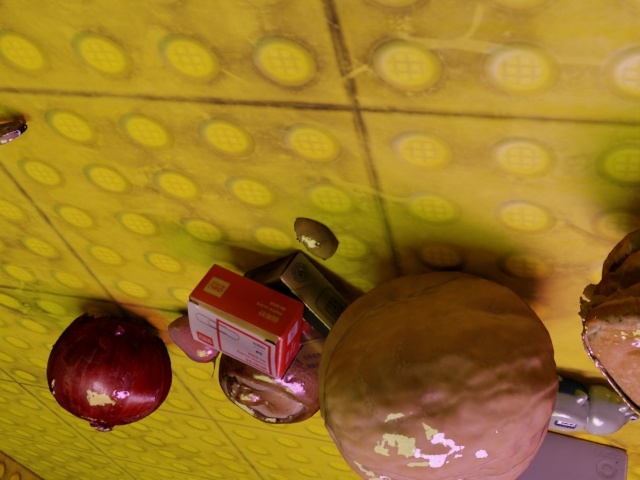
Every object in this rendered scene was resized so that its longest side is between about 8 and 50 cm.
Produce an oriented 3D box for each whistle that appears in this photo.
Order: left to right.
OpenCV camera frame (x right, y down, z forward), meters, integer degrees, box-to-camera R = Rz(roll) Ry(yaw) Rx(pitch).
[{"bbox_3d":[0.453,0.297,1.501,0.245,0.092,0.110,9,150,12],"label":"whistle"}]

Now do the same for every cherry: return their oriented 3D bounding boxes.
[{"bbox_3d":[-0.249,0.205,1.713,0.126,0.087,0.106,53,158,-19],"label":"cherry"}]

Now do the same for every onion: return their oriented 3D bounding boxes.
[{"bbox_3d":[-0.461,0.287,1.804,0.276,0.276,0.276,13,150,8],"label":"onion"}]

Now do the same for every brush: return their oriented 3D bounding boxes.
[{"bbox_3d":[-0.590,-0.173,1.297,0.313,0.072,0.067,-1,131,28],"label":"brush"}]

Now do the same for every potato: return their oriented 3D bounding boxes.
[{"bbox_3d":[-0.001,0.000,1.302,0.036,0.037,0.093,-20,133,40],"label":"potato"}]

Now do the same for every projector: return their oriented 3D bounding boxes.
[{"bbox_3d":[0.497,0.513,1.734,0.257,0.192,0.099,12,149,8],"label":"projector"}]

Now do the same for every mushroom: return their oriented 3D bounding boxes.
[{"bbox_3d":[-0.098,0.281,1.697,0.253,0.153,0.253,14,148,9],"label":"mushroom"}]

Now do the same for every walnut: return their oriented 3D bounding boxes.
[{"bbox_3d":[0.178,0.223,1.263,0.381,0.381,0.381,13,150,8],"label":"walnut"}]

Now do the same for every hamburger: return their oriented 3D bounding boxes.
[{"bbox_3d":[0.435,0.095,0.983,0.245,0.211,0.260,17,146,20],"label":"hamburger"}]

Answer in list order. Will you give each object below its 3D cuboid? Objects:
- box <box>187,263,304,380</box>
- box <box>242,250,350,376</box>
[{"bbox_3d":[-0.125,0.141,1.395,0.182,0.099,0.133,24,143,14],"label":"box"},{"bbox_3d":[-0.021,0.137,1.457,0.240,0.071,0.159,47,143,-19],"label":"box"}]
